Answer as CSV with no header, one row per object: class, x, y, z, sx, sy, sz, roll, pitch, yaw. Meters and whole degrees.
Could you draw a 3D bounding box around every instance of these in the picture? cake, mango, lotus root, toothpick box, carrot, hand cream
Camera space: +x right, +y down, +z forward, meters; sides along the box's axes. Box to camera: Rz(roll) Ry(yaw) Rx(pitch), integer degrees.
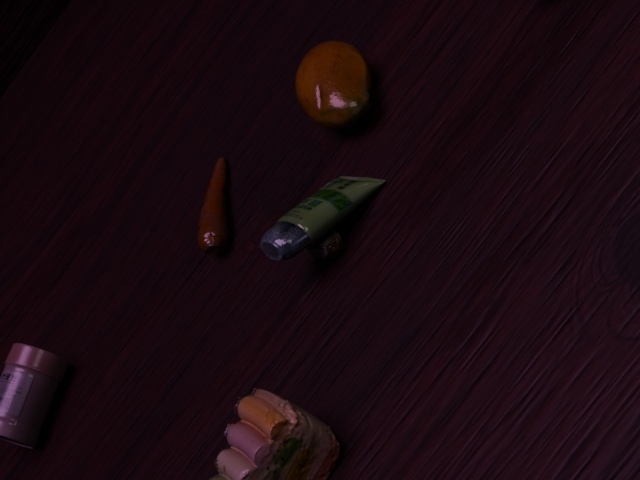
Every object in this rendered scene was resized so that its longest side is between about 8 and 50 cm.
cake,-0.064,0.282,1.028,0.090,0.109,0.226,2,64,49
mango,0.019,-0.216,1.345,0.115,0.089,0.165,-23,49,24
lotus root,0.001,0.002,1.240,0.037,0.030,0.083,-40,33,-22
toothpick box,-0.485,0.254,1.542,0.098,0.098,0.149,-6,59,47
carrot,-0.163,-0.060,1.470,0.048,0.048,0.216,-33,36,28
hand cream,-0.003,-0.036,1.223,0.175,0.046,0.095,-41,28,-26
